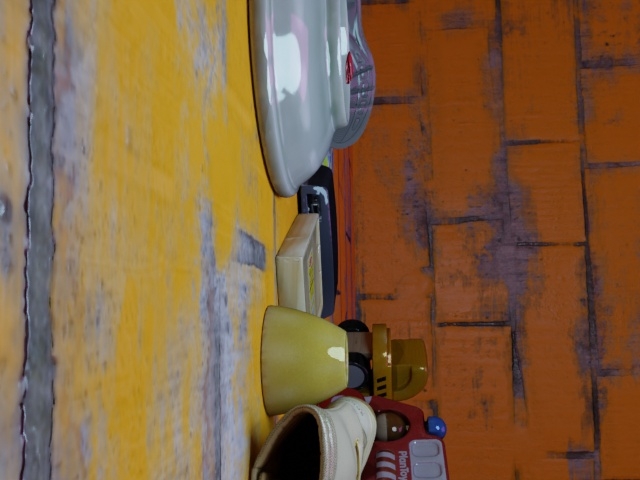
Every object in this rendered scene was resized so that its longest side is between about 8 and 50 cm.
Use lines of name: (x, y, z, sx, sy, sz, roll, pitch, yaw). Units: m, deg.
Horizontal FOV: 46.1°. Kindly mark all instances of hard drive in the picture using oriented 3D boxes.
hard drive: (0.000, 0.000, 1.349, 0.172, 0.054, 0.255, -79, 166, -69)

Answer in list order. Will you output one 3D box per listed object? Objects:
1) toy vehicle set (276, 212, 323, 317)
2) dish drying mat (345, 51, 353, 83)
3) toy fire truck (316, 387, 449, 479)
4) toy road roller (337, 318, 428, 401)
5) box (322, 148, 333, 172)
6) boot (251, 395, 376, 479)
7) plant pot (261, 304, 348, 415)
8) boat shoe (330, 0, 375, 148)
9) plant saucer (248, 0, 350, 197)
toy vehicle set: (-0.027, 0.068, 1.136, 0.267, 0.035, 0.166, -72, 160, -75)
dish drying mat: (0.038, -0.228, 0.992, 0.083, 0.008, 0.032, -77, 164, -68)
toy fire truck: (0.119, 0.410, 1.445, 0.302, 0.253, 0.170, -81, 168, -64)
toy road roller: (0.157, 0.372, 1.955, 0.202, 0.240, 0.330, -81, 168, -62)
box: (-0.001, -0.179, 1.467, 0.178, 0.042, 0.109, 81, 9, -49)
boot: (-0.019, 0.305, 0.841, 0.262, 0.095, 0.203, -71, 160, -4)
plant pot: (-0.015, 0.145, 0.919, 0.134, 0.095, 0.134, -2, 90, -85)
boat shoe: (0.012, -0.315, 1.260, 0.103, 0.118, 0.321, 20, -56, 57)
plant saucer: (-0.015, -0.260, 1.020, 0.400, 0.100, 0.401, -2, 90, -85)
